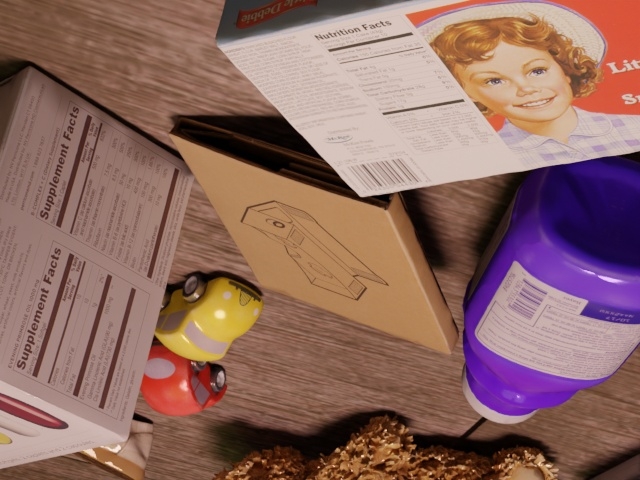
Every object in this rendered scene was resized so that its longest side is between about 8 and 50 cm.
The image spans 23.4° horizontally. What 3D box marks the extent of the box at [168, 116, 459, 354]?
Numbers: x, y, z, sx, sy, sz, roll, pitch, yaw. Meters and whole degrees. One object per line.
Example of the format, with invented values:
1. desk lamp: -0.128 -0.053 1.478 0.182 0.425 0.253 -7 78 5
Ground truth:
1. box: 0.000 0.000 1.035 0.164 0.021 0.201 19 158 26

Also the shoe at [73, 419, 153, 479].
1. shoe: -0.254 0.161 1.452 0.219 0.058 0.076 29 167 -24

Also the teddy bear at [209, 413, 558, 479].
1. teddy bear: 0.063 0.240 1.445 0.338 0.113 0.245 -14 149 27

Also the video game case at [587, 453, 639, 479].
1. video game case: 0.327 0.264 1.462 0.193 0.023 0.212 19 150 -15

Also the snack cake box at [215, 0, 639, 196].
1. snack cake box: 0.101 -0.112 0.768 0.264 0.089 0.152 -8 145 31

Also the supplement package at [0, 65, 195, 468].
1. supplement package: -0.239 0.036 1.043 0.145 0.204 0.262 32 146 -34

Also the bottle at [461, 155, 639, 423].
1. bottle: 0.157 0.045 1.037 0.118 0.092 0.283 17 152 0

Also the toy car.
1. toy car: -0.173 0.079 1.261 0.225 0.053 0.239 14 152 -7
